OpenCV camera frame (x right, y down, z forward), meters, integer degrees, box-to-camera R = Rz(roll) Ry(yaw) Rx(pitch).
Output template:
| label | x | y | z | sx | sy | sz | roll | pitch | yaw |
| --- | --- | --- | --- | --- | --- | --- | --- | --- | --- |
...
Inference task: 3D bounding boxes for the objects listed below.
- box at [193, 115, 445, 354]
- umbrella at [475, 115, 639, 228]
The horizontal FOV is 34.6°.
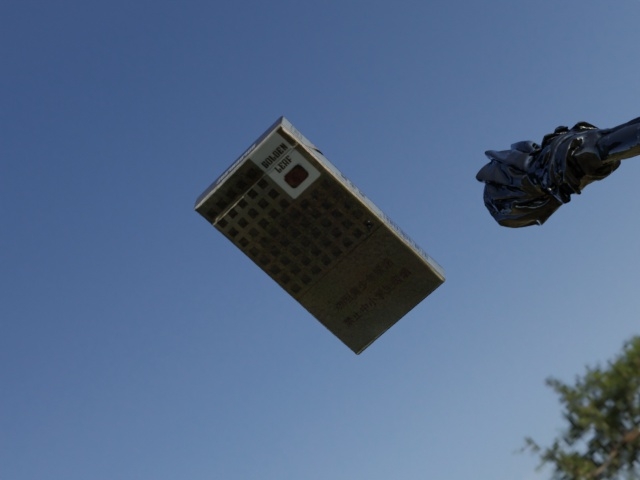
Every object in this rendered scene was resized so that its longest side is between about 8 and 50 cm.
| label | x | y | z | sx | sy | sz | roll | pitch | yaw |
| --- | --- | --- | --- | --- | --- | --- | --- | --- | --- |
| box | 0.001 | -0.001 | 1.440 | 0.180 | 0.325 | 0.047 | -42 | 14 | 20 |
| umbrella | 0.295 | -0.090 | 1.218 | 0.118 | 0.118 | 0.340 | -29 | 2 | -21 |
